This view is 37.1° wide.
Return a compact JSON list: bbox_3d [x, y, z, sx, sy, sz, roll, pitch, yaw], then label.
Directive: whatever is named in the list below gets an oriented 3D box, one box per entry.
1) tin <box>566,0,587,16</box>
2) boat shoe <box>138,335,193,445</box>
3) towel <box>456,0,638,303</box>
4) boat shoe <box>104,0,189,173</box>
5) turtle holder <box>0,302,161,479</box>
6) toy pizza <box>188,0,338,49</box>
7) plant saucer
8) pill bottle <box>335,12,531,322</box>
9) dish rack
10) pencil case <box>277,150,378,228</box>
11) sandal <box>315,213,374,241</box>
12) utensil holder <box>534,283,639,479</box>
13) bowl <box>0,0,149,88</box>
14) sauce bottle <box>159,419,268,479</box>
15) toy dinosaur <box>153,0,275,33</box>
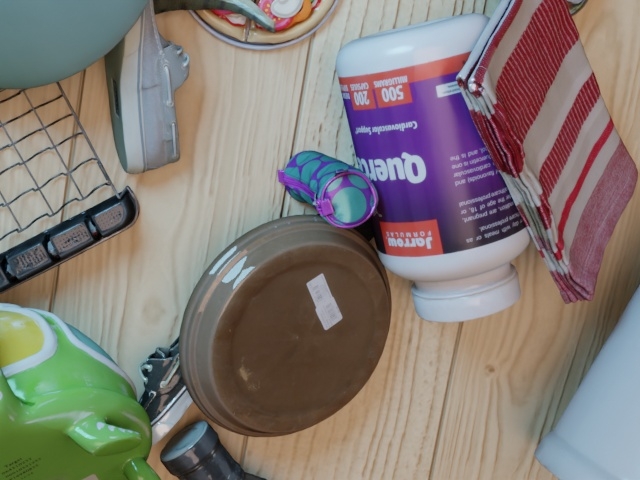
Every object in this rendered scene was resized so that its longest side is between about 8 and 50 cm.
[{"bbox_3d":[0.237,-0.334,1.122,0.189,0.040,0.106,31,97,-16],"label":"tin"},{"bbox_3d":[-0.173,0.154,1.108,0.070,0.078,0.219,42,82,-17],"label":"boat shoe"},{"bbox_3d":[0.268,-0.121,1.062,0.329,0.037,0.237,56,49,-32],"label":"towel"},{"bbox_3d":[-0.182,-0.180,1.022,0.081,0.079,0.228,-12,127,-24],"label":"boat shoe"},{"bbox_3d":[-0.324,0.181,0.962,0.243,0.227,0.320,-42,147,12],"label":"turtle holder"},{"bbox_3d":[-0.065,-0.315,1.062,0.201,0.032,0.201,-2,101,-12],"label":"toy pizza"},{"bbox_3d":[-0.028,0.107,1.098,0.277,0.041,0.278,-11,113,-28],"label":"plant saucer"},{"bbox_3d":[0.135,-0.080,1.072,0.181,0.181,0.323,-15,103,-9],"label":"pill bottle"},{"bbox_3d":[-0.342,-0.090,1.028,0.208,0.074,0.272,-28,103,-7],"label":"dish rack"},{"bbox_3d":[0.007,-0.060,1.064,0.070,0.151,0.065,-8,106,-17],"label":"pencil case"},{"bbox_3d":[0.000,0.000,1.126,0.179,0.040,0.067,-38,116,-14],"label":"sandal"},{"bbox_3d":[0.489,0.176,1.125,0.327,0.327,0.386,29,91,-15],"label":"utensil holder"},{"bbox_3d":[-0.313,-0.309,0.881,0.311,0.163,0.312,-1,87,11],"label":"bowl"},{"bbox_3d":[-0.064,0.365,1.150,0.111,0.111,0.344,-34,104,-4],"label":"sauce bottle"},{"bbox_3d":[-0.180,-0.287,1.018,0.268,0.064,0.118,2,113,0],"label":"toy dinosaur"}]
